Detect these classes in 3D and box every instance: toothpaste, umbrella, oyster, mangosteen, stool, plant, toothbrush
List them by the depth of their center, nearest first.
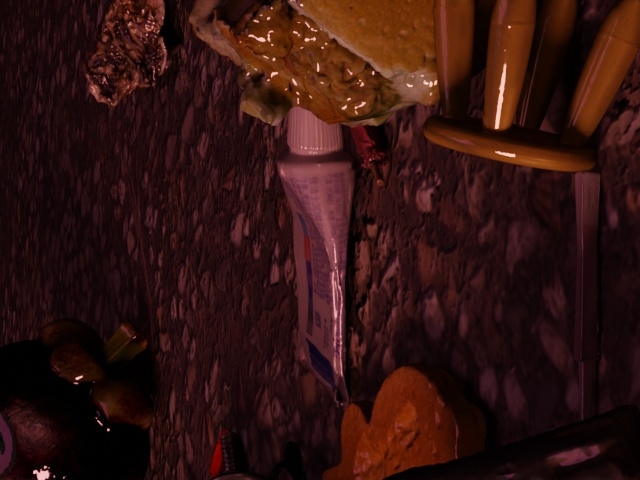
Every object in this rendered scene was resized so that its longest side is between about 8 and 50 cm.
[{"bbox_3d":[0.113,0.186,0.776,0.256,0.164,0.142,-41,61,37],"label":"plant"},{"bbox_3d":[0.126,-0.107,0.839,0.134,0.135,0.111,16,104,20],"label":"stool"},{"bbox_3d":[0.165,0.054,0.850,0.017,0.014,0.194,180,91,-70],"label":"toothbrush"},{"bbox_3d":[0.033,-0.102,1.163,0.025,0.027,0.165,-29,46,10],"label":"umbrella"},{"bbox_3d":[0.000,0.001,1.181,0.099,0.068,0.283,-66,-26,-68],"label":"toothpaste"},{"bbox_3d":[-0.326,0.226,1.732,0.302,0.275,0.275,-51,29,2],"label":"mangosteen"},{"bbox_3d":[-0.236,-0.299,1.753,0.214,0.083,0.223,155,122,-62],"label":"oyster"}]

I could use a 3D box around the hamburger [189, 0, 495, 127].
[{"bbox_3d":[0.051,-0.191,0.946,0.288,0.192,0.167,-52,35,0],"label":"hamburger"}]

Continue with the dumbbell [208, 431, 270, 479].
[{"bbox_3d":[-0.074,0.294,1.293,0.110,0.110,0.255,116,154,-43],"label":"dumbbell"}]

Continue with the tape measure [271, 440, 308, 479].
[{"bbox_3d":[-0.010,0.251,1.219,0.104,0.107,0.180,-34,13,31],"label":"tape measure"}]

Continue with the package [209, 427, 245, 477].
[{"bbox_3d":[-0.084,0.298,1.404,0.083,0.022,0.200,114,147,-42],"label":"package"}]

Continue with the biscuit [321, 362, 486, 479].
[{"bbox_3d":[0.064,0.190,1.049,0.249,0.035,0.184,117,146,-43],"label":"biscuit"}]
